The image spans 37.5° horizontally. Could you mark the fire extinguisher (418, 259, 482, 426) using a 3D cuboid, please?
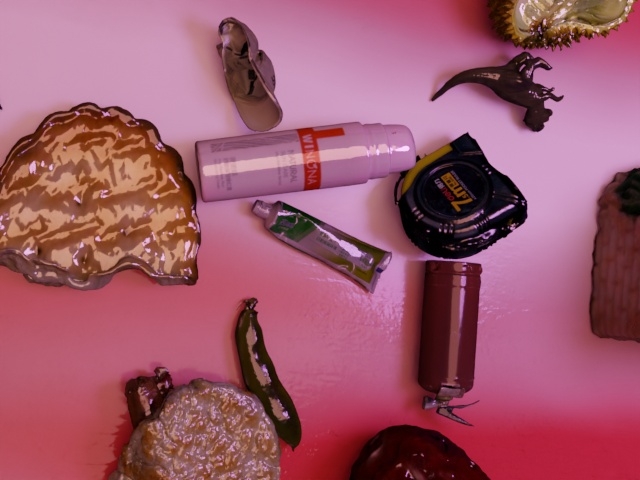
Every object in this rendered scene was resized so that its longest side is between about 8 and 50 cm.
[{"bbox_3d":[0.216,0.169,1.551,0.105,0.105,0.268,5,87,-16],"label":"fire extinguisher"}]

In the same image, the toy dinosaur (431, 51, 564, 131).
[{"bbox_3d":[0.312,-0.228,1.584,0.179,0.087,0.187,-40,111,4],"label":"toy dinosaur"}]

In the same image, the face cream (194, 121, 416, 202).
[{"bbox_3d":[-0.018,-0.127,1.470,0.346,0.102,0.101,-8,91,-9],"label":"face cream"}]

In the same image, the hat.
[{"bbox_3d":[-0.099,-0.255,1.455,0.081,0.122,0.166,-19,66,-31],"label":"hat"}]

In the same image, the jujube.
[{"bbox_3d":[0.198,0.467,1.464,0.377,0.258,0.258,45,78,-5],"label":"jujube"}]

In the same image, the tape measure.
[{"bbox_3d":[0.214,-0.062,1.531,0.186,0.112,0.199,-28,58,-11],"label":"tape measure"}]

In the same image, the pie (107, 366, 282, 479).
[{"bbox_3d":[-0.186,0.341,1.427,0.257,0.105,0.274,12,87,-12],"label":"pie"}]

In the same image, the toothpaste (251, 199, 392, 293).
[{"bbox_3d":[0.000,0.000,1.522,0.248,0.047,0.078,27,86,-16],"label":"toothpaste"}]

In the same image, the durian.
[{"bbox_3d":[0.388,-0.414,1.566,0.237,0.176,0.200,-15,107,-11],"label":"durian"}]

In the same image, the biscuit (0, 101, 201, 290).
[{"bbox_3d":[-0.329,-0.027,1.414,0.335,0.078,0.329,43,76,-11],"label":"biscuit"}]

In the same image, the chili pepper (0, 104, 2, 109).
[{"bbox_3d":[-0.562,-0.102,1.350,0.122,0.065,0.278,20,80,-11],"label":"chili pepper"}]

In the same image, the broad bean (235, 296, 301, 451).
[{"bbox_3d":[-0.088,0.218,1.490,0.065,0.046,0.254,-21,94,-28],"label":"broad bean"}]

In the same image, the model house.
[{"bbox_3d":[0.743,0.046,1.554,0.446,0.400,0.394,9,89,-15],"label":"model house"}]
